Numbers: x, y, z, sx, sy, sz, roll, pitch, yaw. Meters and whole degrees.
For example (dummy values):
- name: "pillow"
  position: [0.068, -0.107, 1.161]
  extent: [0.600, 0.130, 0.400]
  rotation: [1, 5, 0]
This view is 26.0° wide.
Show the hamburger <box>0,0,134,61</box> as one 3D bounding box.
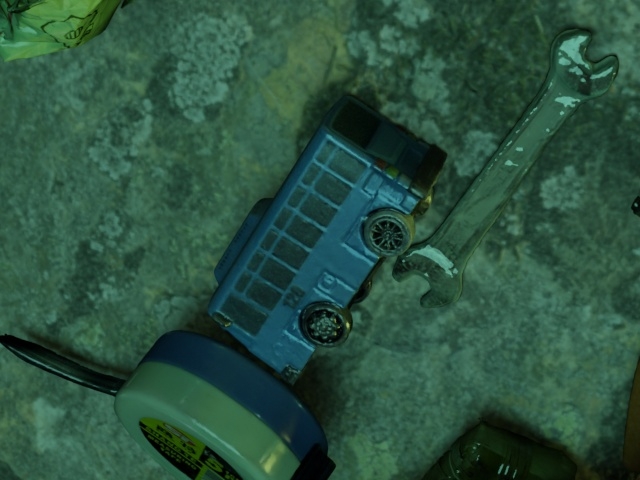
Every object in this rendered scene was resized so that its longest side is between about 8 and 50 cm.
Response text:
- name: "hamburger"
  position: [-0.192, -0.243, 1.143]
  extent: [0.150, 0.260, 0.276]
  rotation: [37, 155, -28]

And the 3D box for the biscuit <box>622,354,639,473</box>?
- name: "biscuit"
  position: [0.393, 0.130, 1.210]
  extent: [0.306, 0.043, 0.284]
  rotation: [-37, 98, 26]

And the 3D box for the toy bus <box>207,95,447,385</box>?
- name: "toy bus"
  position: [0.000, 0.000, 1.232]
  extent: [0.133, 0.116, 0.234]
  rotation: [33, 117, -2]

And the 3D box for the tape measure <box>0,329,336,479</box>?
- name: "tape measure"
  position: [-0.150, 0.142, 1.316]
  extent: [0.351, 0.098, 0.215]
  rotation: [33, 154, 3]

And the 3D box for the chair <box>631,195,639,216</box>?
- name: "chair"
  position: [0.397, -0.018, 1.064]
  extent: [0.270, 0.147, 0.136]
  rotation: [32, 83, 3]

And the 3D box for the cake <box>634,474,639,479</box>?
- name: "cake"
  position: [0.297, 0.321, 1.169]
  extent: [0.158, 0.159, 0.262]
  rotation: [23, 109, -26]

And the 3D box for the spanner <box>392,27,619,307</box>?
- name: "spanner"
  position: [0.160, -0.055, 1.214]
  extent: [0.071, 0.017, 0.302]
  rotation: [34, 118, -1]

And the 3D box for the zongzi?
- name: "zongzi"
  position: [0.184, 0.236, 1.327]
  extent: [0.154, 0.062, 0.130]
  rotation: [22, 139, -11]
